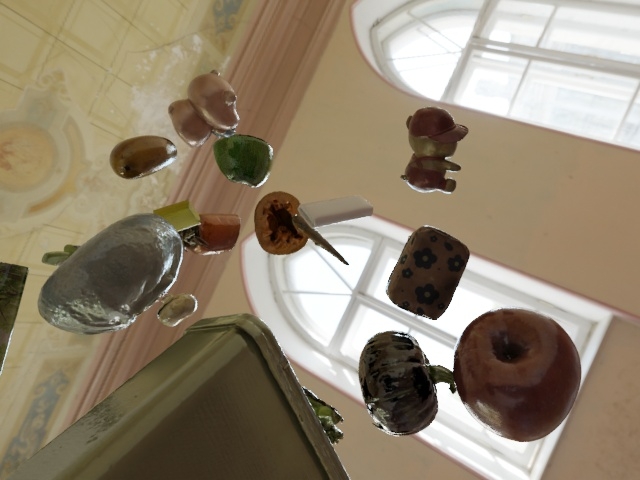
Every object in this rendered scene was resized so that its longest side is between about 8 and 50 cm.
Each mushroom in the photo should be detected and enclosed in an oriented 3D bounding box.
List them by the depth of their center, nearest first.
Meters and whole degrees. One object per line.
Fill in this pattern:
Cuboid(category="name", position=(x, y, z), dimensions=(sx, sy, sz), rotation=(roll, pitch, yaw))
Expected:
Cuboid(category="mushroom", position=(-0.558, 0.258, 1.678), dimensions=(0.154, 0.122, 0.154), rotation=(-41, -11, -10))

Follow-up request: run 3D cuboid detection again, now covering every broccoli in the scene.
Cuboid(category="broccoli", position=(-0.054, 0.579, 1.348), dimensions=(0.180, 0.242, 0.273), rotation=(-42, 9, -23))

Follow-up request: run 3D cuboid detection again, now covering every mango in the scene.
Cuboid(category="mango", position=(-0.443, -0.216, 1.113), dimensions=(0.227, 0.136, 0.099), rotation=(-53, -57, -72))

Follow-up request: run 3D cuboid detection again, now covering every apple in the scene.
Cuboid(category="apple", position=(0.467, 0.316, 1.042), dimensions=(0.305, 0.306, 0.235), rotation=(-53, -46, -25))

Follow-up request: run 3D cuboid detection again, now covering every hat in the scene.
Cuboid(category="hat", position=(-0.104, -0.046, 1.676), dimensions=(0.233, 0.245, 0.233), rotation=(21, -95, -69))

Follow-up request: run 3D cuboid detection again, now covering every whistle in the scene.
Cuboid(category="whistle", position=(-0.720, 0.059, 1.298), dimensions=(0.105, 0.085, 0.227), rotation=(-57, -23, 8))

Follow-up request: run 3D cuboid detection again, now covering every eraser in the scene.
Cuboid(category="eraser", position=(-0.472, -0.077, 1.433), dimensions=(0.123, 0.045, 0.097), rotation=(-19, -35, 2))

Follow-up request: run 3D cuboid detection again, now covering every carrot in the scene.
Cuboid(category="carrot", position=(0.000, 0.000, 1.410), dimensions=(0.049, 0.254, 0.049), rotation=(-43, -18, -18))
Cuboid(category="carrot", position=(-0.522, -0.025, 1.996), dimensions=(0.331, 0.214, 0.193), rotation=(3, -25, -46))

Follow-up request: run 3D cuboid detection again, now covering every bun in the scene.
Cuboid(category="bun", position=(-0.500, 0.094, 1.077), dimensions=(0.362, 0.211, 0.362), rotation=(-37, 9, 7))

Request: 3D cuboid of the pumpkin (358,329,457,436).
Cuboid(category="pumpkin", position=(0.245, 0.387, 1.225), dimensions=(0.296, 0.296, 0.295), rotation=(-43, -34, -39))

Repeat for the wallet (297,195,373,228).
Cuboid(category="wallet", position=(0.027, -0.053, 0.752), dimensions=(0.122, 0.061, 0.025), rotation=(-13, -51, -27))

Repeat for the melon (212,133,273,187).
Cuboid(category="melon", position=(-0.289, -0.317, 1.745), dimensions=(0.265, 0.129, 0.169), rotation=(10, -113, -33))

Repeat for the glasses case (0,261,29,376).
Cuboid(category="glasses case", position=(-0.675, 0.188, 0.899), dimensions=(0.062, 0.095, 0.272), rotation=(19, -124, -37))

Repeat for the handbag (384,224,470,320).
Cuboid(category="handbag", position=(0.308, 0.092, 1.301), dimensions=(0.193, 0.190, 0.251), rotation=(-133, 66, -86))

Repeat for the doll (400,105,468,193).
Cuboid(category="doll", position=(0.346, -0.278, 1.329), dimensions=(0.152, 0.196, 0.255), rotation=(-29, -55, -59))

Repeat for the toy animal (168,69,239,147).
Cuboid(category="toy animal", position=(-0.397, -0.436, 1.452), dimensions=(0.221, 0.210, 0.229), rotation=(-16, -36, -21))

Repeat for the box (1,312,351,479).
Cuboid(category="box", position=(-0.146, 0.322, 0.495), dimensions=(0.344, 0.178, 0.351), rotation=(-37, -73, -48))
